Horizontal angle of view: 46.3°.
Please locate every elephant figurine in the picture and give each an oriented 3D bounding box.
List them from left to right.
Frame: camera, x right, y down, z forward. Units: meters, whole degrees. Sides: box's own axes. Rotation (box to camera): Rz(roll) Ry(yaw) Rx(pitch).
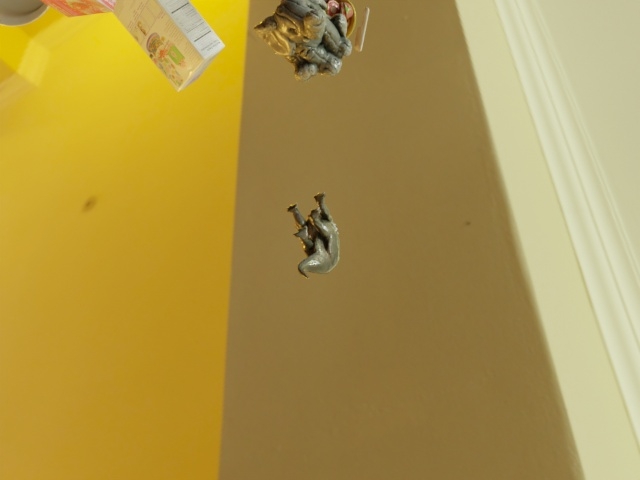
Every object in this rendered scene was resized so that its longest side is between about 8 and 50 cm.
[{"bbox_3d":[-0.041,-0.427,1.454,0.186,0.239,0.169,-6,-105,21],"label":"elephant figurine"}]

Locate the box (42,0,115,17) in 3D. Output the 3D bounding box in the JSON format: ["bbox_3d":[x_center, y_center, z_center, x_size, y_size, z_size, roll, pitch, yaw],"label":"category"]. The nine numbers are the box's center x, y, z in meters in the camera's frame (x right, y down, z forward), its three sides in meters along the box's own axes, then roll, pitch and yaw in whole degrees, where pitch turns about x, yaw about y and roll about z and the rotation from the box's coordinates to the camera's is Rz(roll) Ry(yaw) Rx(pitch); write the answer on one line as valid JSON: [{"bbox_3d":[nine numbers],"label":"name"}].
[{"bbox_3d":[-0.598,-0.626,1.645,0.154,0.300,0.142,3,-101,28],"label":"box"}]

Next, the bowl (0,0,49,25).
[{"bbox_3d":[-0.786,-0.709,1.904,0.298,0.298,0.134,-23,-155,22],"label":"bowl"}]

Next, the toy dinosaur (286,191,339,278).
[{"bbox_3d":[0.000,0.000,1.669,0.121,0.160,0.313,-29,-150,6],"label":"toy dinosaur"}]

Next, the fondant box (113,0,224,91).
[{"bbox_3d":[-0.464,-0.642,2.248,0.096,0.330,0.238,-43,-171,-32],"label":"fondant box"}]

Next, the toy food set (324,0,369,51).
[{"bbox_3d":[0.020,-0.596,2.002,0.218,0.071,0.128,25,-73,25],"label":"toy food set"}]
